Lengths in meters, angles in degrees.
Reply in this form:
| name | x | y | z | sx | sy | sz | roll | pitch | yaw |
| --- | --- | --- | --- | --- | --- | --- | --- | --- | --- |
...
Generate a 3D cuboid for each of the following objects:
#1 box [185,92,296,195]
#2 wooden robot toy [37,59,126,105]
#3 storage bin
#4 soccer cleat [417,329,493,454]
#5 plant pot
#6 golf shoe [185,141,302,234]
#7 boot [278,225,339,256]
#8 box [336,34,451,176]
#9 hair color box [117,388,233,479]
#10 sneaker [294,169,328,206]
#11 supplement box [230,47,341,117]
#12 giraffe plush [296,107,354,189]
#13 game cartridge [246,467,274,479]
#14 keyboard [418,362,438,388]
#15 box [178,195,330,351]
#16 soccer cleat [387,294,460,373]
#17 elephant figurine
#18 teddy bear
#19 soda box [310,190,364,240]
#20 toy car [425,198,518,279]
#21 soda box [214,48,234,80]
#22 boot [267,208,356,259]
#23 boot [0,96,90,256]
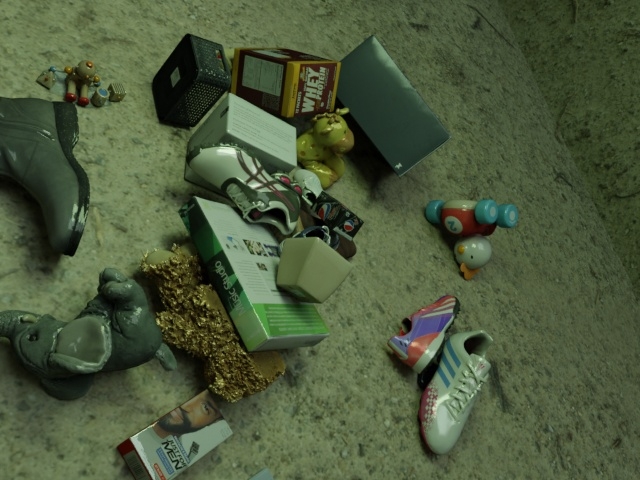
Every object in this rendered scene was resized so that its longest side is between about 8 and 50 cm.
| name | x | y | z | sx | sy | sz | roll | pitch | yaw |
| --- | --- | --- | --- | --- | --- | --- | --- | --- | --- |
| box | -0.174 | -0.193 | 1.346 | 0.182 | 0.181 | 0.119 | 23 | 47 | -32 |
| wooden robot toy | -0.467 | -0.321 | 1.227 | 0.173 | 0.079 | 0.076 | 10 | 56 | -40 |
| storage bin | -0.286 | -0.347 | 1.344 | 0.084 | 0.180 | 0.122 | 5 | 60 | -42 |
| soccer cleat | 0.332 | 0.348 | 1.469 | 0.116 | 0.143 | 0.331 | 40 | 48 | -18 |
| plant pot | -0.022 | 0.064 | 1.195 | 0.109 | 0.109 | 0.096 | 39 | 66 | -31 |
| golf shoe | -0.149 | -0.110 | 1.260 | 0.273 | 0.105 | 0.120 | 24 | 47 | -31 |
| boot | 0.000 | 0.000 | 1.326 | 0.190 | 0.086 | 0.069 | -20 | 82 | -50 |
| box | 0.189 | -0.372 | 1.742 | 0.343 | 0.179 | 0.312 | 51 | 12 | -4 |
| hair color box | -0.237 | 0.330 | 1.014 | 0.167 | 0.053 | 0.093 | -26 | 82 | -51 |
| sneaker | -0.026 | -0.128 | 1.519 | 0.061 | 0.053 | 0.152 | 8 | 36 | -49 |
| supplement box | -0.088 | -0.404 | 1.549 | 0.194 | 0.129 | 0.191 | 24 | 28 | 30 |
| giraffe plush | 0.015 | -0.261 | 1.590 | 0.210 | 0.170 | 0.181 | 23 | 49 | -32 |
| game cartridge | -0.098 | 0.456 | 1.092 | 0.056 | 0.017 | 0.083 | -20 | 78 | -46 |
| keyboard | 0.321 | 0.367 | 1.568 | 0.180 | 0.023 | 0.108 | 38 | 48 | -20 |
| box | -0.128 | 0.068 | 1.215 | 0.322 | 0.058 | 0.232 | 58 | 21 | 22 |
| soccer cleat | 0.272 | 0.212 | 1.572 | 0.116 | 0.108 | 0.318 | 35 | 35 | 8 |
| elephant figurine | -0.381 | 0.162 | 0.939 | 0.239 | 0.186 | 0.169 | -34 | 132 | -40 |
| teddy bear | -0.211 | 0.146 | 1.140 | 0.338 | 0.113 | 0.245 | 49 | 22 | -5 |
| soda box | 0.035 | -0.059 | 1.395 | 0.060 | 0.053 | 0.169 | 31 | 7 | -25 |
| toy car | 0.452 | 0.001 | 1.861 | 0.210 | 0.219 | 0.237 | 7 | 87 | -42 |
| soda box | -0.198 | -0.463 | 1.611 | 0.181 | 0.058 | 0.061 | -22 | 79 | -49 |
| boot | -0.026 | -0.029 | 1.480 | 0.248 | 0.090 | 0.207 | 52 | 26 | 2 |
| boot | -0.521 | -0.120 | 1.023 | 0.223 | 0.118 | 0.338 | 6 | 48 | -39 |
